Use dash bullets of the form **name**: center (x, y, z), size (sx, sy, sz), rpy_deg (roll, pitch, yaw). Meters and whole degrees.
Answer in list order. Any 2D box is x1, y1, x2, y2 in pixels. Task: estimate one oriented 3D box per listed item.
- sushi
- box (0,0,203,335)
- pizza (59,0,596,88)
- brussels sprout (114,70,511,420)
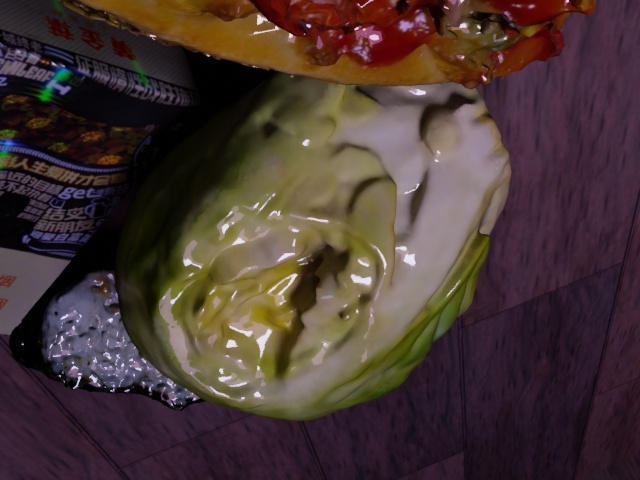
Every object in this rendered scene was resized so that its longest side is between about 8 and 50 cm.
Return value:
- **sushi**: center (-0.182, 0.078, 1.018), size (0.212, 0.147, 0.115), rpy_deg (10, 178, -34)
- **box**: center (-0.260, -0.051, 0.813), size (0.198, 0.084, 0.310), rpy_deg (12, 134, -44)
- **pizza**: center (0.055, -0.180, 0.512), size (0.440, 0.130, 0.406), rpy_deg (5, 161, -38)
- **brussels sprout**: center (0.000, 0.000, 0.865), size (0.344, 0.268, 0.344), rpy_deg (-35, 176, -3)
